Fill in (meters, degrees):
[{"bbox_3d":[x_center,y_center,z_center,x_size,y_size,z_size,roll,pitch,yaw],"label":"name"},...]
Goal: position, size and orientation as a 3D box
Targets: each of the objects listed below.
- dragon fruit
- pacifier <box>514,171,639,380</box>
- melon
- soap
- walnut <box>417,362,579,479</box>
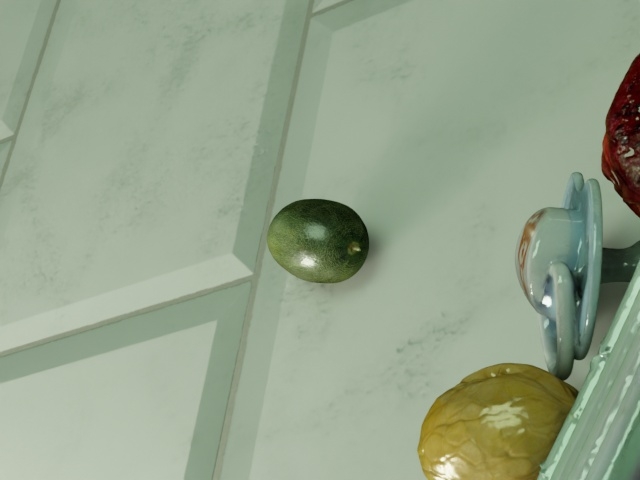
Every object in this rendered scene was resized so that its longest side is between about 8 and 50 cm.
[{"bbox_3d":[0.406,-0.069,1.816,0.152,0.205,0.317,-21,42,28],"label":"dragon fruit"},{"bbox_3d":[0.325,0.041,1.855,0.207,0.227,0.279,1,6,1],"label":"pacifier"},{"bbox_3d":[0.000,0.000,2.227,0.167,0.114,0.114,10,65,51],"label":"melon"},{"bbox_3d":[0.311,0.219,1.592,0.446,0.156,0.261,-63,2,-3],"label":"soap"},{"bbox_3d":[0.201,0.213,1.809,0.207,0.159,0.159,-26,42,41],"label":"walnut"}]
